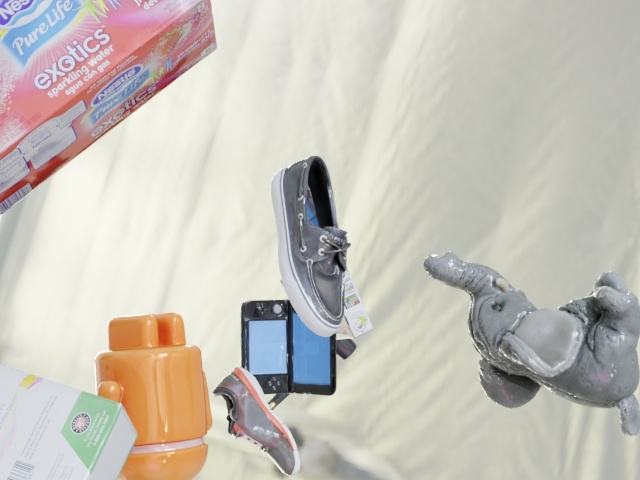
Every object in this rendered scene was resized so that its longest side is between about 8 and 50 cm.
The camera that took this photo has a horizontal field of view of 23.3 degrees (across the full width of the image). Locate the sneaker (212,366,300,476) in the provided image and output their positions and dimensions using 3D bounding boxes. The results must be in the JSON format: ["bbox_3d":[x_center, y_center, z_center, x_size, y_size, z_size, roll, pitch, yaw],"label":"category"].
[{"bbox_3d":[-0.087,0.241,1.979,0.065,0.158,0.061,-33,180,-26],"label":"sneaker"}]

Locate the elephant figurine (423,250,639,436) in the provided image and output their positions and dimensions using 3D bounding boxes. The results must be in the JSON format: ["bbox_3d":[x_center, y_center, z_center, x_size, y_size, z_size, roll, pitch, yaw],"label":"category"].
[{"bbox_3d":[0.250,0.120,1.847,0.186,0.239,0.169,-116,-152,-61],"label":"elephant figurine"}]

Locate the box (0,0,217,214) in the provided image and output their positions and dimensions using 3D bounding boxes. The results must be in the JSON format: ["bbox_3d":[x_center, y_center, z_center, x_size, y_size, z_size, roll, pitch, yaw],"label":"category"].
[{"bbox_3d":[-0.223,-0.155,1.325,0.257,0.122,0.128,-39,170,-10],"label":"box"}]

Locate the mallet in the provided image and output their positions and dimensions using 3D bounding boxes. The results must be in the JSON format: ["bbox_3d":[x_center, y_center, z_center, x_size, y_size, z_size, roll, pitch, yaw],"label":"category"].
[{"bbox_3d":[-0.029,0.213,2.608,0.190,0.062,0.039,-37,-173,0],"label":"mallet"}]

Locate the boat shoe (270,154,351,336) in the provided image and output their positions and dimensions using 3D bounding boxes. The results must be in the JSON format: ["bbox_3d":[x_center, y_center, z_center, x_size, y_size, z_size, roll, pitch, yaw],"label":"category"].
[{"bbox_3d":[0.000,0.000,1.840,0.076,0.080,0.228,-33,-128,34],"label":"boat shoe"}]

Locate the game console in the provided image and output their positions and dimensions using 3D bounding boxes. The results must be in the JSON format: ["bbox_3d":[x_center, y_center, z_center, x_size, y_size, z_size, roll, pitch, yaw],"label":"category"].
[{"bbox_3d":[-0.049,0.161,2.318,0.085,0.124,0.144,179,-89,-64],"label":"game console"}]

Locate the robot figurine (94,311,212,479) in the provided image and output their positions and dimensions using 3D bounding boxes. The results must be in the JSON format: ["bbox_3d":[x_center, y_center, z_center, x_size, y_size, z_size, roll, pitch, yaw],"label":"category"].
[{"bbox_3d":[-0.196,0.194,1.791,0.158,0.128,0.219,35,50,-88],"label":"robot figurine"}]

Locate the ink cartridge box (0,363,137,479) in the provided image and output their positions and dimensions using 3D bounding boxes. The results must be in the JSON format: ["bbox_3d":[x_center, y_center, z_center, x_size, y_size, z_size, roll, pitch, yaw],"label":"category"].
[{"bbox_3d":[-0.321,0.220,1.611,0.093,0.212,0.154,79,31,-61],"label":"ink cartridge box"}]

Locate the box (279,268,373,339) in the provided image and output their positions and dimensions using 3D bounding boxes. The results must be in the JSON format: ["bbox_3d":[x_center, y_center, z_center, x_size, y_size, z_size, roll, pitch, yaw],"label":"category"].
[{"bbox_3d":[0.006,0.099,2.414,0.114,0.036,0.207,67,-22,-4],"label":"box"}]
